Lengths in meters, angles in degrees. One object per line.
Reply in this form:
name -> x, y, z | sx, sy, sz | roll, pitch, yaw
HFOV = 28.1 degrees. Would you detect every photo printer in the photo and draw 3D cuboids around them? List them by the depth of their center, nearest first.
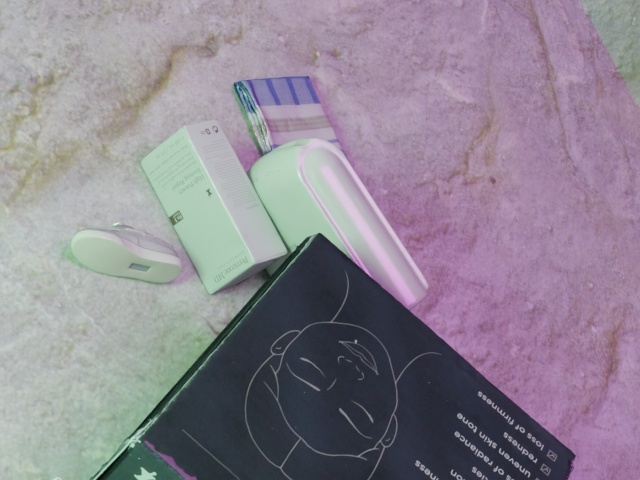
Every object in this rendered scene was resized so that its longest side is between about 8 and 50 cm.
photo printer -> 0.000, 0.000, 1.936 | 0.107, 0.256, 0.308 | -34, 92, -32

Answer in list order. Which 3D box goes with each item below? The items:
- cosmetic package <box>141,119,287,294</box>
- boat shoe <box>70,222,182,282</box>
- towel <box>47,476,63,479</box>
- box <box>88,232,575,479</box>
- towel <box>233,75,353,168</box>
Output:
cosmetic package -> -0.160, -0.050, 1.904 | 0.085, 0.117, 0.231 | -19, 78, -51
boat shoe -> -0.272, 0.007, 1.789 | 0.184, 0.066, 0.063 | 13, 42, -39
towel -> -0.229, 0.398, 1.419 | 0.325, 0.248, 0.038 | 49, 56, -9
box -> 0.003, 0.329, 1.611 | 0.480, 0.297, 0.472 | 41, 38, 0
towel -> -0.025, -0.155, 2.189 | 0.209, 0.034, 0.285 | -11, 74, -51
